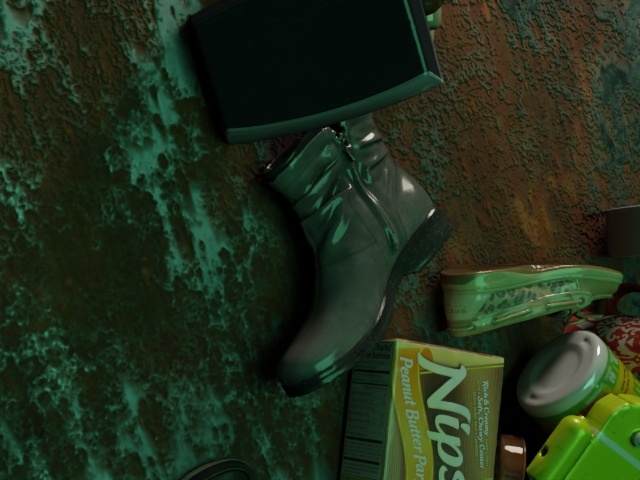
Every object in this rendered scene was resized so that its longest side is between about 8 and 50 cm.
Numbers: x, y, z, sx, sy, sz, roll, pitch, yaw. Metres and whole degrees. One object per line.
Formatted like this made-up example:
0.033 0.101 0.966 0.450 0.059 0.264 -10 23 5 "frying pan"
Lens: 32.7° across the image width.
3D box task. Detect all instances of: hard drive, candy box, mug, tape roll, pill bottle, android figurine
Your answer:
-0.008 -0.210 1.196 0.054 0.255 0.172 -47 122 -76 "hard drive"
0.119 0.285 1.325 0.183 0.087 0.316 13 78 -36 "candy box"
0.433 0.136 1.513 0.113 0.169 0.150 -5 89 -35 "mug"
0.520 -0.017 1.556 0.219 0.219 0.072 -2 87 -36 "tape roll"
0.387 0.246 1.451 0.246 0.136 0.136 45 63 -19 "pill bottle"
0.370 0.306 1.355 0.248 0.056 0.273 39 89 -19 "android figurine"

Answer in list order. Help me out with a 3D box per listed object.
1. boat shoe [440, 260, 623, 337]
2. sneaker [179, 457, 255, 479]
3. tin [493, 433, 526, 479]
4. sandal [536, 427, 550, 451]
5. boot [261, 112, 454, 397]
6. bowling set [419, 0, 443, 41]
0.283 0.075 1.461 0.285 0.104 0.089 -2 92 -25 "boat shoe"
-0.130 0.313 1.127 0.222 0.118 0.083 -38 108 -31 "sneaker"
0.229 0.342 1.391 0.040 0.106 0.189 11 77 -3 "tin"
0.327 0.276 1.512 0.067 0.040 0.179 14 64 -40 "sandal"
0.000 0.000 1.263 0.222 0.118 0.338 51 49 -18 "boot"
0.078 -0.322 1.286 0.287 0.200 0.154 -7 89 -40 "bowling set"
